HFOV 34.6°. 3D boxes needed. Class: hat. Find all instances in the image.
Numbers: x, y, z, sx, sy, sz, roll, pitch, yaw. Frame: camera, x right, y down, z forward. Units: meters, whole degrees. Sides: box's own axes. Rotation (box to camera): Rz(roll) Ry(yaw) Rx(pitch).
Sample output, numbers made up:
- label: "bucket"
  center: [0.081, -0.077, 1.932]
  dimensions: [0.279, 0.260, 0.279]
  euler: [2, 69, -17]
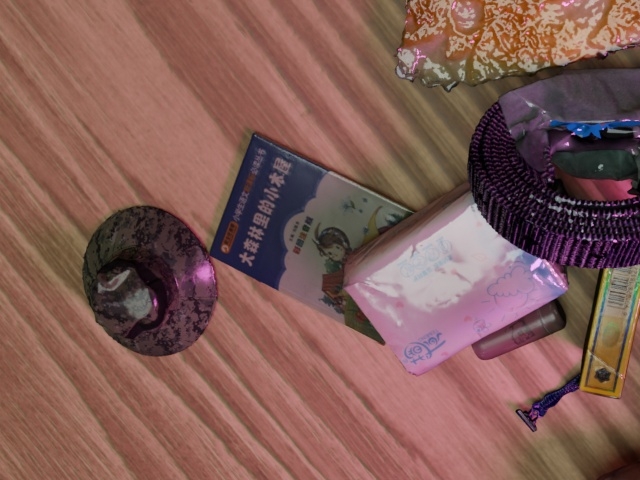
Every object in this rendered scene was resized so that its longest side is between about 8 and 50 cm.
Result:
- label: "hat"
  center: [-0.299, 0.085, 1.652]
  dimensions: [0.265, 0.128, 0.266]
  euler: [4, 106, 14]

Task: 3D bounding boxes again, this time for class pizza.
- label: "pizza"
  center: [0.321, -0.379, 1.326]
  dimensions: [0.391, 0.080, 0.435]
  euler: [16, 113, 12]

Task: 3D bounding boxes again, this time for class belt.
- label: "belt"
  center: [0.351, -0.095, 1.318]
  dimensions: [0.324, 0.122, 0.260]
  euler: [1, 65, 7]

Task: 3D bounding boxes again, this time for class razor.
- label: "razor"
  center: [0.363, 0.227, 1.538]
  dimensions: [0.154, 0.028, 0.044]
  euler: [-41, 92, 26]

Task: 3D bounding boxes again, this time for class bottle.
- label: "bottle"
  center: [0.291, 0.130, 1.516]
  dimensions: [0.140, 0.053, 0.053]
  euler: [-27, 98, 23]

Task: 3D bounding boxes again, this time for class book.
- label: "book"
  center: [0.000, 0.000, 1.586]
  dimensions: [0.322, 0.018, 0.228]
  euler: [26, 113, 8]

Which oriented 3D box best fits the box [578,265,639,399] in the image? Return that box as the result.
- label: "box"
  center: [0.407, 0.089, 1.417]
  dimensions: [0.064, 0.141, 0.220]
  euler: [12, 110, 12]

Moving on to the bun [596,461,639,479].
- label: "bun"
  center: [0.490, 0.415, 1.457]
  dimensions: [0.281, 0.281, 0.205]
  euler: [-18, 59, 22]

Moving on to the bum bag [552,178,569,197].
- label: "bum bag"
  center: [0.342, -0.033, 1.455]
  dimensions: [0.058, 0.034, 0.124]
  euler: [-30, 96, 33]

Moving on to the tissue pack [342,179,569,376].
- label: "tissue pack"
  center: [0.192, 0.045, 1.471]
  dimensions: [0.271, 0.124, 0.201]
  euler: [-33, 98, 21]
